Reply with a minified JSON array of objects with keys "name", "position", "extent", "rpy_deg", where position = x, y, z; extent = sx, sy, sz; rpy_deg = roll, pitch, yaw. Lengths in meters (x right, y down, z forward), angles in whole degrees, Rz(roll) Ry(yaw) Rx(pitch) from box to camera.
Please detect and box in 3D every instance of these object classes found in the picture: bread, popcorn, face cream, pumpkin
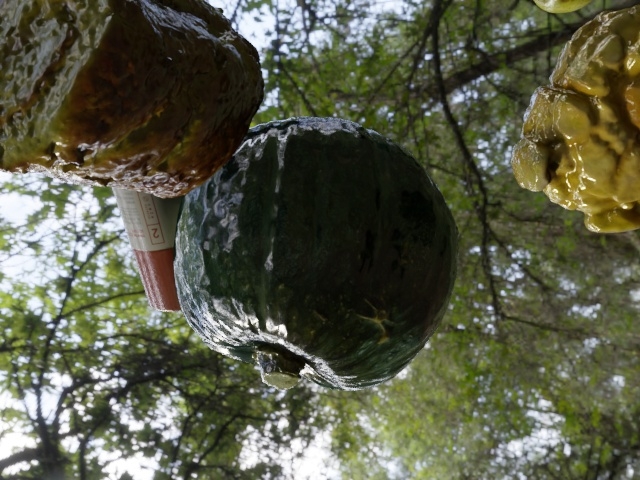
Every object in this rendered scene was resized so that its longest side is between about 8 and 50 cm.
[{"name":"bread","position":[-0.111,-0.090,0.374],"extent":[0.132,0.103,0.172],"rpy_deg":[-50,-13,11]},{"name":"popcorn","position":[0.252,-0.103,0.568],"extent":[0.140,0.163,0.194],"rpy_deg":[-53,-41,-64]},{"name":"face cream","position":[-0.190,-0.028,0.783],"extent":[0.096,0.096,0.214],"rpy_deg":[-39,-54,-48]},{"name":"pumpkin","position":[0.000,0.000,0.647],"extent":[0.197,0.293,0.263],"rpy_deg":[116,166,-59]}]

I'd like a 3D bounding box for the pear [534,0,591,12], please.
[{"name":"pear","position":[0.408,-0.444,1.075],"extent":[0.104,0.141,0.141],"rpy_deg":[32,-111,-61]}]
